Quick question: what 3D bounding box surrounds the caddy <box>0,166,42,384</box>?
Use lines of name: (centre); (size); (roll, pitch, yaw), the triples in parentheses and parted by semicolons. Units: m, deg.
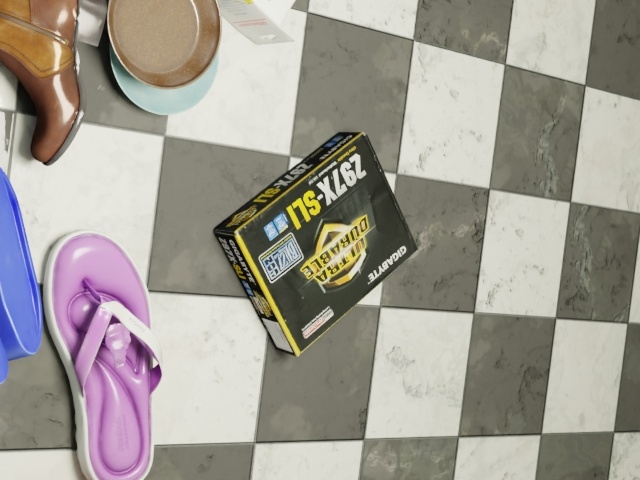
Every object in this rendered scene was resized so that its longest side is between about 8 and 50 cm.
caddy: (-0.504, 0.050, 1.506); (0.241, 0.179, 0.341); (-57, 138, -72)

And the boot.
boot: (-0.457, -0.256, 1.594); (0.280, 0.096, 0.264); (12, 100, -32)

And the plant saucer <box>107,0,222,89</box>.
plant saucer: (-0.241, -0.328, 1.740); (0.199, 0.036, 0.198); (-5, 98, -38)

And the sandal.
sandal: (-0.306, 0.184, 1.751); (0.169, 0.102, 0.416); (-18, 105, -36)

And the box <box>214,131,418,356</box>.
box: (0.000, 0.000, 1.989); (0.322, 0.079, 0.257); (-39, 115, -28)

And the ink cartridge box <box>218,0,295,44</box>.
ink cartridge box: (-0.121, -0.396, 1.823); (0.198, 0.115, 0.067); (40, 71, -35)

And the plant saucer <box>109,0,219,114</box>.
plant saucer: (-0.248, -0.292, 1.785); (0.195, 0.037, 0.195); (-4, 97, -37)
